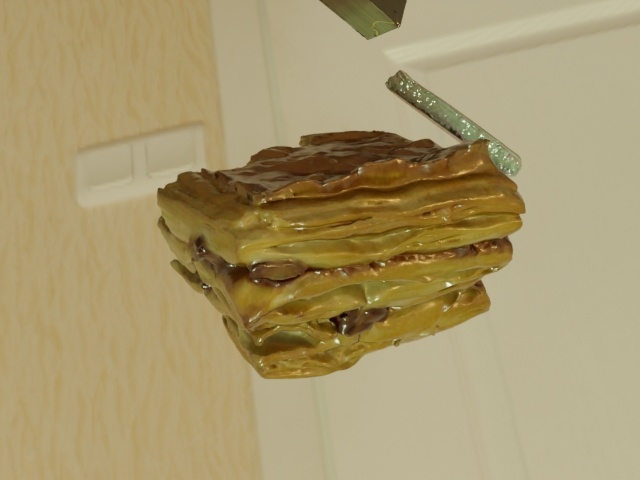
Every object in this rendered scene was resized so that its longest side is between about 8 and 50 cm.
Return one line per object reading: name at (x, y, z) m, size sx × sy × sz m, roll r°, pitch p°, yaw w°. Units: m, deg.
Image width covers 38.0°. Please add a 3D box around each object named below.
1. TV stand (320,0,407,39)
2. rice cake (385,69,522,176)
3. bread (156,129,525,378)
TV stand at (0.025, -0.442, 1.511) m, size 0.082 × 0.088 × 0.269 m, roll -12°, pitch 147°, yaw 45°
rice cake at (0.171, -0.150, 1.190) m, size 0.033 × 0.207 × 0.033 m, roll -53°, pitch 175°, yaw 6°
bread at (0.000, 0.000, 0.909) m, size 0.314 × 0.192 × 0.370 m, roll -12°, pitch -165°, yaw -20°
